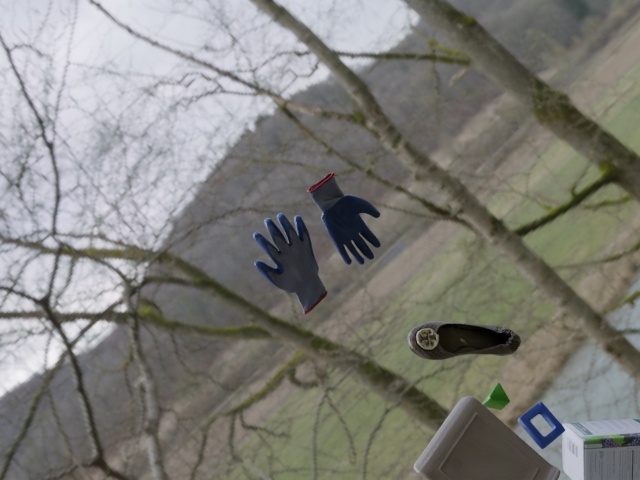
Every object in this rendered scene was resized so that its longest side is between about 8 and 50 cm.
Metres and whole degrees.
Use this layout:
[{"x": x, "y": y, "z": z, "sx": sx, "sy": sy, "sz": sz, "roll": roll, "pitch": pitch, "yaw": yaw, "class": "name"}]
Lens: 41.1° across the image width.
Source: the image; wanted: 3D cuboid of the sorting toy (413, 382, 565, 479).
[{"x": 0.260, "y": 0.369, "z": 1.353, "sx": 0.348, "sy": 0.196, "sz": 0.047, "roll": -43, "pitch": -13, "yaw": -40, "class": "sorting toy"}]

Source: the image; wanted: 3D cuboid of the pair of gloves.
[{"x": 0.000, "y": 0.000, "z": 1.214, "sx": 0.198, "sy": 0.159, "sz": 0.023, "roll": -42, "pitch": 31, "yaw": -16, "class": "pair of gloves"}]

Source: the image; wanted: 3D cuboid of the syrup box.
[{"x": 0.546, "y": 0.363, "z": 1.464, "sx": 0.237, "sy": 0.096, "sz": 0.093, "roll": -3, "pitch": 7, "yaw": -5, "class": "syrup box"}]

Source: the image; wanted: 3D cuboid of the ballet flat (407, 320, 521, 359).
[{"x": 0.297, "y": 0.201, "z": 1.735, "sx": 0.250, "sy": 0.084, "sz": 0.058, "roll": 5, "pitch": -22, "yaw": -18, "class": "ballet flat"}]
